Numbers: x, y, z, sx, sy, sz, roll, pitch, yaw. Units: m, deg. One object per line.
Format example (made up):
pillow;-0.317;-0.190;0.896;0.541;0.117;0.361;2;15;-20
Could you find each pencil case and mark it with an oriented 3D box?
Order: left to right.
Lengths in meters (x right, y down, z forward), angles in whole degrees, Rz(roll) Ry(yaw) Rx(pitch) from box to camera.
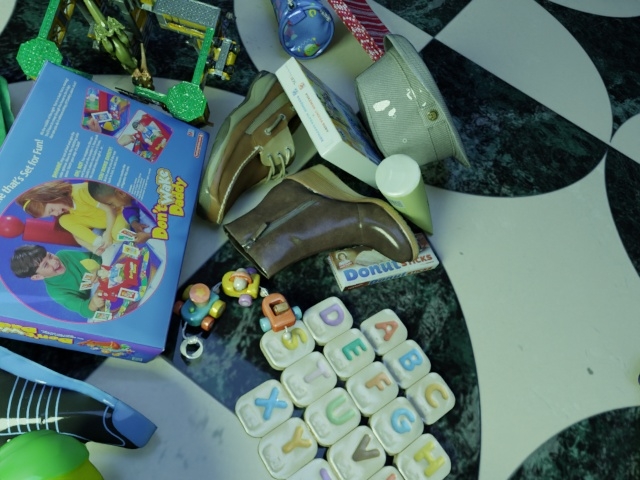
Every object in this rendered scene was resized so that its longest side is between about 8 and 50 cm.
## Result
pencil case;-0.058;-0.537;0.991;0.119;0.133;0.306;-22;60;13

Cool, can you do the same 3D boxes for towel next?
towel;0.112;-0.454;0.975;0.274;0.031;0.199;54;34;4

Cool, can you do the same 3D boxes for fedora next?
fedora;0.146;-0.217;0.814;0.124;0.275;0.243;-29;37;10

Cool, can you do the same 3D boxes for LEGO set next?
LEGO set;-0.304;-0.306;0.782;0.332;0.192;0.254;7;87;-8

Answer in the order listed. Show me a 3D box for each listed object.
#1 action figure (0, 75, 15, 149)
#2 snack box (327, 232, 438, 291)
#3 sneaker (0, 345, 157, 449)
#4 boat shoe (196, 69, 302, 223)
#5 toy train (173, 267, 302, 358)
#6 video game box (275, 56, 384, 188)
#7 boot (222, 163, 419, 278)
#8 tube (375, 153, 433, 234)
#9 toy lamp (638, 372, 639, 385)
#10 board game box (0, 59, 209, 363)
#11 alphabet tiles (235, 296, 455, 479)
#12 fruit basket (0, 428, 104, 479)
action figure;-0.507;-0.178;0.676;0.137;0.063;0.232;-10;66;-19
snack box;0.104;0.033;0.745;0.178;0.022;0.064;-12;61;-22
sneaker;-0.301;0.194;0.499;0.232;0.081;0.090;20;58;5
boat shoe;-0.097;-0.159;0.751;0.120;0.122;0.323;24;55;-7
toy train;-0.115;0.090;0.620;0.166;0.046;0.125;-14;55;-20
video game box;0.030;-0.194;0.782;0.205;0.048;0.187;15;41;-58
boot;0.000;0.000;0.696;0.207;0.090;0.248;-39;64;-24
tube;0.139;-0.068;0.717;0.062;0.240;0.070;3;80;19
toy lamp;0.509;0.280;0.677;0.080;0.080;0.274;34;58;6
board game box;-0.293;-0.040;0.592;0.233;0.078;0.347;21;54;-28
alphabet tiles;0.043;0.218;0.614;0.278;0.021;0.284;-24;68;-28
fruit basket;-0.254;0.325;0.281;0.392;0.283;0.391;3;84;-29
